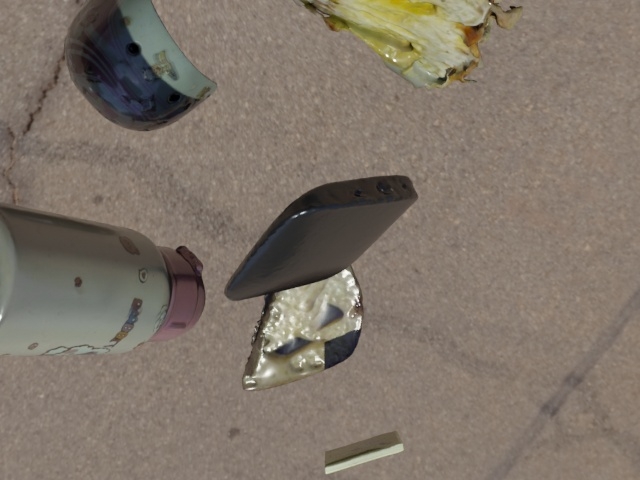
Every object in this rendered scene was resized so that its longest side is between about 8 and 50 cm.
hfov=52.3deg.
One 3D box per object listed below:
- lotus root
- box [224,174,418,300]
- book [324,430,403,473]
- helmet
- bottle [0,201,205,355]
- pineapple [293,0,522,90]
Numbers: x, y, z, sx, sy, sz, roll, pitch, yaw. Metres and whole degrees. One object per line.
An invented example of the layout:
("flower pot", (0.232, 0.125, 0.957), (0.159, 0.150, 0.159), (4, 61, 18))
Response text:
("lotus root", (-0.016, 0.120, 1.021), (0.170, 0.074, 0.261), (10, 103, -16))
("box", (0.000, 0.000, 0.707), (0.212, 0.042, 0.201), (-13, 156, -45))
("book", (0.059, 0.291, 0.902), (0.110, 0.077, 0.014), (-17, 87, 0))
("helmet", (-0.213, -0.180, 0.709), (0.153, 0.176, 0.107), (49, 64, -37))
("bottle", (-0.188, 0.038, 0.530), (0.110, 0.110, 0.233), (-48, 154, 13))
("pineapple", (0.043, -0.197, 0.414), (0.236, 0.186, 0.115), (37, 67, -57))
